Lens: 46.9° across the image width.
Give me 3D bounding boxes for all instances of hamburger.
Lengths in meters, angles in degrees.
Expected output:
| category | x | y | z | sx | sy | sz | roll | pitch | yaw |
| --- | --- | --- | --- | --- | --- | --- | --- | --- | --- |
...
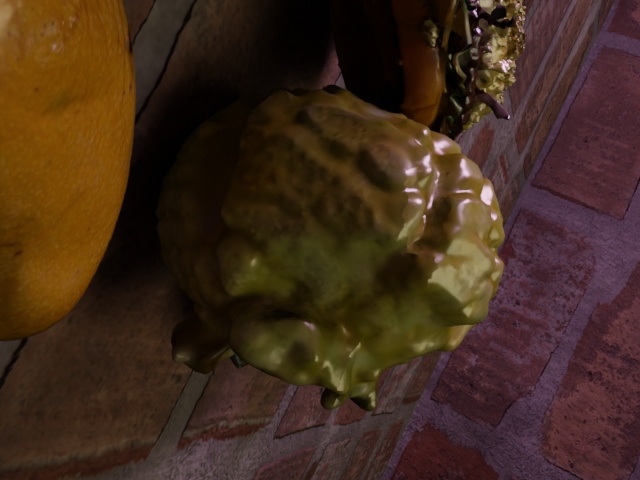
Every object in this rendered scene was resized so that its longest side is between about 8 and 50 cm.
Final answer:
| category | x | y | z | sx | sy | sz | roll | pitch | yaw |
| --- | --- | --- | --- | --- | --- | --- | --- | --- | --- |
| hamburger | 0.094 | -0.190 | 0.639 | 0.138 | 0.262 | 0.243 | -15 | 142 | -10 |

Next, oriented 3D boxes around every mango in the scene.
| category | x | y | z | sx | sy | sz | roll | pitch | yaw |
| --- | --- | --- | --- | --- | --- | --- | --- | --- | --- |
| mango | -0.160 | -0.064 | 0.352 | 0.157 | 0.108 | 0.262 | -57 | 166 | -46 |

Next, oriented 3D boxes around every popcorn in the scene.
| category | x | y | z | sx | sy | sz | roll | pitch | yaw |
| --- | --- | --- | --- | --- | --- | --- | --- | --- | --- |
| popcorn | 0.000 | 0.000 | 0.578 | 0.270 | 0.258 | 0.224 | -22 | 146 | -3 |

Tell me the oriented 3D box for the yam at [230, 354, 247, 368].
| category | x | y | z | sx | sy | sz | roll | pitch | yaw |
| --- | --- | --- | --- | --- | --- | --- | --- | --- | --- |
| yam | 0.003 | 0.036 | 0.761 | 0.259 | 0.106 | 0.106 | -24 | 143 | -23 |
